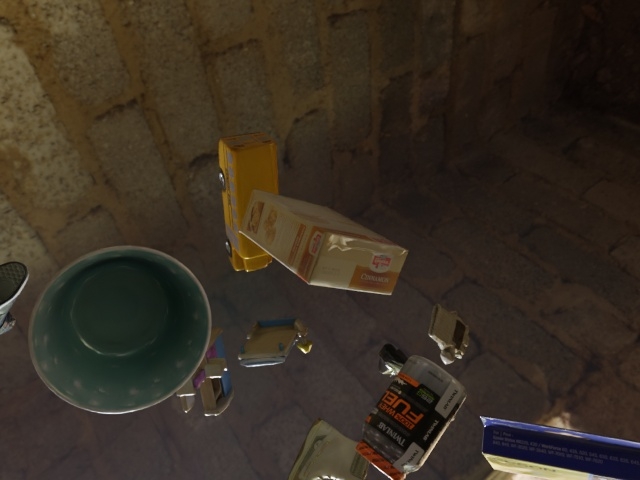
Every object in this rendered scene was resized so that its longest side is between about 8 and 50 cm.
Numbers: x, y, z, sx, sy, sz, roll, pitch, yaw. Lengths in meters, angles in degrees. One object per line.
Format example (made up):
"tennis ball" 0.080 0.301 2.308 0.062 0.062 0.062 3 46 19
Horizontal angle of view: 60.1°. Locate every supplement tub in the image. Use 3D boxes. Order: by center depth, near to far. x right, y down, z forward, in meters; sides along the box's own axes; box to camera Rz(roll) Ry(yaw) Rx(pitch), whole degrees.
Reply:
"supplement tub" 0.150 0.300 0.932 0.117 0.190 0.117 35 166 10

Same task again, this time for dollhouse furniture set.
"dollhouse furniture set" -0.182 0.358 1.473 0.286 0.303 0.198 -60 -39 -73

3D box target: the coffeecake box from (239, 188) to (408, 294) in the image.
"coffeecake box" 0.000 0.000 0.744 0.185 0.142 0.068 32 106 50

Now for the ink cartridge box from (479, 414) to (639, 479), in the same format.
"ink cartridge box" 0.476 0.424 1.071 0.303 0.072 0.307 2 156 25

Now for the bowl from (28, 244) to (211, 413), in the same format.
"bowl" -0.381 0.151 1.061 0.163 0.311 0.312 20 136 64

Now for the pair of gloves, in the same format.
"pair of gloves" 0.265 0.269 1.216 0.042 0.240 0.204 6 167 37

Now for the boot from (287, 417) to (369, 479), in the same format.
"boot" 0.019 0.550 1.300 0.165 0.213 0.077 23 -179 15

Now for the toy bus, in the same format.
"toy bus" -0.160 -0.077 1.278 0.130 0.108 0.333 42 139 52

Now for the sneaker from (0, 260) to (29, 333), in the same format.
"sneaker" -0.760 0.144 1.316 0.086 0.226 0.163 39 173 -1

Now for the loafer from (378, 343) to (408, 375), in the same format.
"loafer" 0.153 0.268 1.197 0.062 0.061 0.170 52 -176 30
